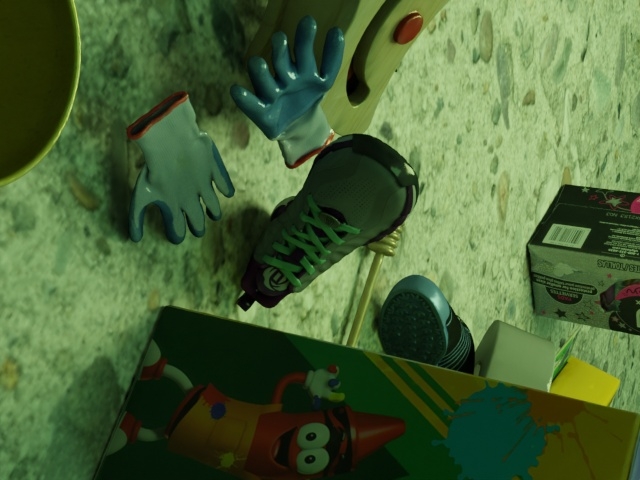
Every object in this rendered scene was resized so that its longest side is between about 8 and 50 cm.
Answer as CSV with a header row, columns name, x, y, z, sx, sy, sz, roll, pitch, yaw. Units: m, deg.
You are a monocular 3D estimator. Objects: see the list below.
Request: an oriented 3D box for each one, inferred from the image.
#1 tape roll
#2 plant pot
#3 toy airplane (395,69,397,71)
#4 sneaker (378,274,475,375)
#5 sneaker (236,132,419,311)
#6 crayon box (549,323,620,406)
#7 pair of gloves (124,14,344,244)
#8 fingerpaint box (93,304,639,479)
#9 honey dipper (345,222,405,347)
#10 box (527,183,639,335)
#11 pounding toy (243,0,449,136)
name,x,y,z,sx,sy,sz,roll,pitch,yaw
tape roll,0.195,0.205,1.250,0.219,0.072,0.219,21,90,-86
plant pot,-0.200,-0.096,0.541,0.134,0.095,0.134,-24,118,-55
toy airplane,0.038,-0.173,1.001,0.151,0.028,0.151,-29,124,-54
sneaker,0.122,0.104,1.187,0.232,0.081,0.090,78,33,-45
sneaker,0.000,0.000,0.835,0.098,0.083,0.223,-56,-175,-26
crayon box,0.297,0.296,1.446,0.203,0.083,0.323,-33,143,-52
pair of gloves,-0.059,-0.070,0.767,0.198,0.023,0.159,-37,154,-13
fingerpaint box,0.099,0.238,0.887,0.445,0.371,0.163,48,57,-55
honey dipper,0.046,0.052,1.087,0.030,0.030,0.161,35,73,-58
box,0.441,0.034,1.541,0.163,0.247,0.142,-51,138,-40
pounding toy,0.025,-0.226,0.850,0.154,0.155,0.270,-21,148,-45
